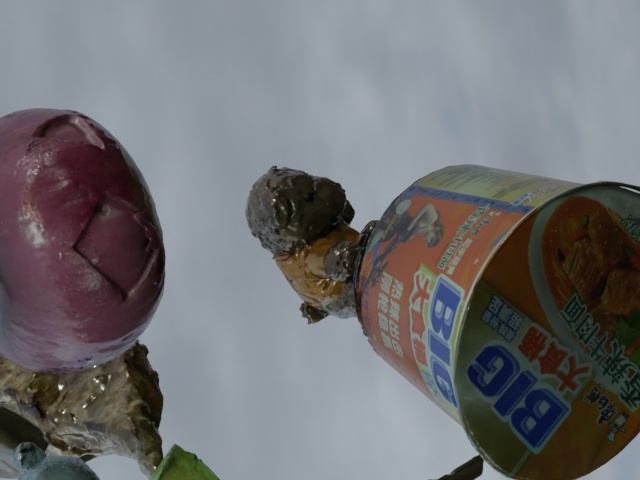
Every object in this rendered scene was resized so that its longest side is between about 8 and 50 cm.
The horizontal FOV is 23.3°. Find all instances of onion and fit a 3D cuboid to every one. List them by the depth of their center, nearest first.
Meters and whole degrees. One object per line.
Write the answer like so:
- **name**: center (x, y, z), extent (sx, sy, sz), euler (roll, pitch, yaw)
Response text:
- **onion**: center (-0.179, 0.000, 1.014), extent (0.177, 0.154, 0.177), euler (-179, 90, -80)

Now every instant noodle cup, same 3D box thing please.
- **instant noodle cup**: center (0.181, 0.060, 1.486), extent (0.296, 0.214, 0.296), euler (-11, -69, -31)

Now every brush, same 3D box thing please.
- **brush**: center (0.157, 0.310, 1.989), extent (0.190, 0.028, 0.034), euler (-16, -66, -56)

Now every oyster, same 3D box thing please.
- **oyster**: center (-0.329, 0.195, 2.083), extent (0.111, 0.396, 0.204), euler (48, -122, -54)

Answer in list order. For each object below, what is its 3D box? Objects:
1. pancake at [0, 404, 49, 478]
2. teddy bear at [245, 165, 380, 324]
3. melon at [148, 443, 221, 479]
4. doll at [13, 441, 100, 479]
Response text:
- **pancake**: center (-0.417, 0.203, 1.561), extent (0.294, 0.295, 0.049), euler (42, -138, -56)
- **teddy bear**: center (0.000, 0.000, 1.671), extent (0.190, 0.140, 0.177), euler (49, -170, -13)
- **melon**: center (-0.217, 0.422, 1.876), extent (0.196, 0.323, 0.124), euler (49, -158, 22)
- **doll**: center (-0.242, 0.268, 1.339), extent (0.120, 0.075, 0.179), euler (39, -124, -31)
